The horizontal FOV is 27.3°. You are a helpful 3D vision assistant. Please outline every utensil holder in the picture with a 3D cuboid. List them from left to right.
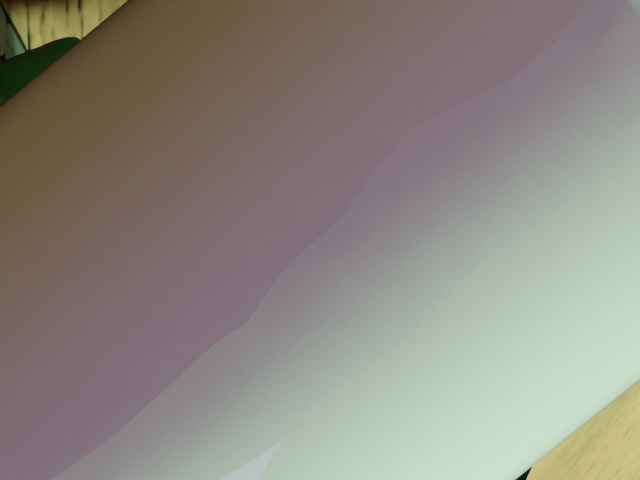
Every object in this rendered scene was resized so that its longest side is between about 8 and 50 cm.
[{"bbox_3d":[0.000,0.000,0.681,0.385,0.327,0.327,-39,142,-1],"label":"utensil holder"}]

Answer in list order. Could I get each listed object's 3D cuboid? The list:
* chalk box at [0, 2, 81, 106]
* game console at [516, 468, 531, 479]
[{"bbox_3d":[-0.275,-0.061,0.820,0.289,0.179,0.180,-9,148,7],"label":"chalk box"},{"bbox_3d":[0.247,0.087,1.074,0.250,0.173,0.293,-8,148,9],"label":"game console"}]
